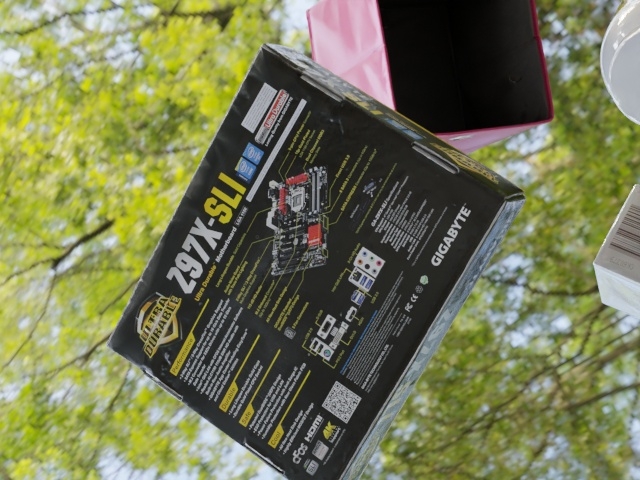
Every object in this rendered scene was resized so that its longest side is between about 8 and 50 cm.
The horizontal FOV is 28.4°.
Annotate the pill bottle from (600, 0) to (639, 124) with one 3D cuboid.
[{"bbox_3d":[0.495,-0.273,1.772,0.188,0.188,0.334,43,-151,-3],"label":"pill bottle"}]

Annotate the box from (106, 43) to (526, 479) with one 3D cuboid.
[{"bbox_3d":[-0.010,0.030,1.113,0.257,0.322,0.079,34,-164,18],"label":"box"}]

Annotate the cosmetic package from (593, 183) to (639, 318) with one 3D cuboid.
[{"bbox_3d":[0.529,0.035,1.963,0.151,0.183,0.151,25,-101,24],"label":"cosmetic package"}]

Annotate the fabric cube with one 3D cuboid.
[{"bbox_3d":[0.152,-0.259,1.857,0.254,0.258,0.259,-7,-95,-23],"label":"fabric cube"}]
